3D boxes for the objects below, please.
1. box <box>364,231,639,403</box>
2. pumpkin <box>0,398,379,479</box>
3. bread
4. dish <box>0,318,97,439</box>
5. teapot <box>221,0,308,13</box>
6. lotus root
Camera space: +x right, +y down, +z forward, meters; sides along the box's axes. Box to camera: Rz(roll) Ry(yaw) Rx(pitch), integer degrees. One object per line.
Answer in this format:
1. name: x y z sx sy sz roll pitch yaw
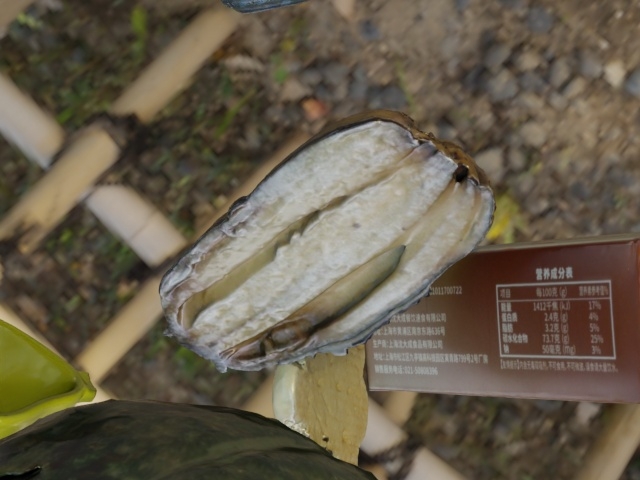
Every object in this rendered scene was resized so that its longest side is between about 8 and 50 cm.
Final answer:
1. box: 0.276 0.053 1.402 0.385 0.344 0.122 -5 89 60
2. pumpkin: -0.079 0.221 0.599 0.291 0.257 0.328 39 95 29
3. bread: 0.004 0.140 1.684 0.039 0.182 0.251 1 151 17
4. dish: -0.331 0.135 1.453 0.221 0.262 0.108 31 103 23
5. teapot: -0.025 -0.182 1.112 0.083 0.063 0.049 -7 153 23
6. lotus root: -0.001 0.000 1.350 0.167 0.078 0.329 41 130 -19
